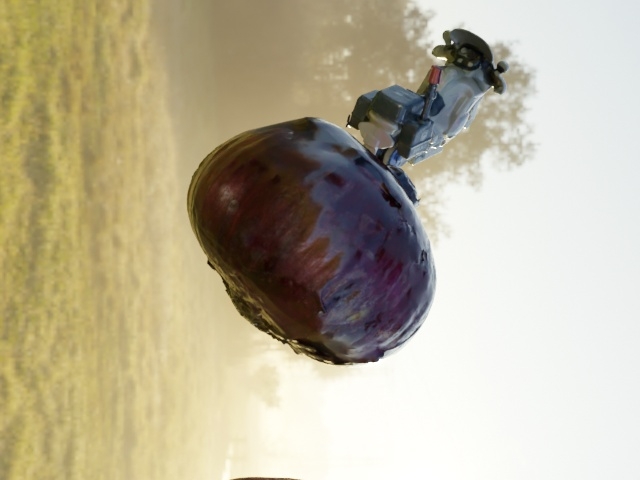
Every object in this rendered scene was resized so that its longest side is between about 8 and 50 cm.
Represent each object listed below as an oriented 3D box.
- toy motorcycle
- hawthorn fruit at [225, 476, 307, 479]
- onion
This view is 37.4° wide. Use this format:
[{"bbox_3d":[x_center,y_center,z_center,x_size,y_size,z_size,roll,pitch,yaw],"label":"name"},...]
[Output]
[{"bbox_3d":[0.124,-0.154,1.044,0.221,0.102,0.150,-29,146,-44],"label":"toy motorcycle"},{"bbox_3d":[-0.041,0.414,1.146,0.287,0.330,0.287,167,-90,-76],"label":"hawthorn fruit"},{"bbox_3d":[0.000,0.000,0.830,0.246,0.190,0.246,51,-1,2],"label":"onion"}]
